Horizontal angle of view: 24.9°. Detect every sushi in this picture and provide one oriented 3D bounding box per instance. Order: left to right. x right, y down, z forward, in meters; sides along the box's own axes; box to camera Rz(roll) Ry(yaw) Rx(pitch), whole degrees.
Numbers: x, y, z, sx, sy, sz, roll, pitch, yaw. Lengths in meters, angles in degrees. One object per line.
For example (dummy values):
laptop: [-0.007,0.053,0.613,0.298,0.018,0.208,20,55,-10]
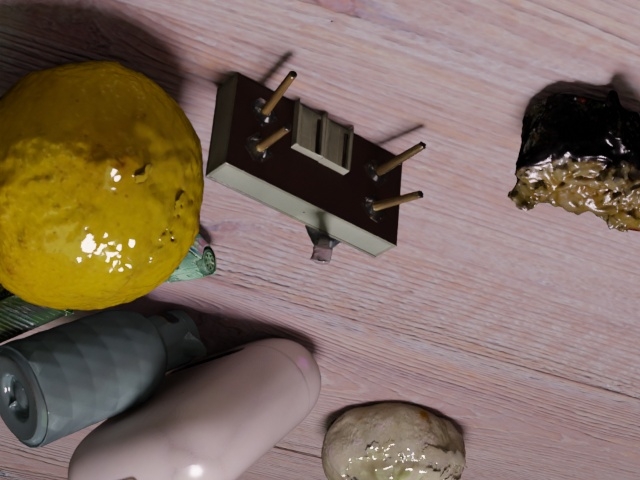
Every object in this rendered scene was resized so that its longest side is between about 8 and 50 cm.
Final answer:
sushi: [0.322,-0.082,1.577,0.212,0.115,0.147,17,147,-18]

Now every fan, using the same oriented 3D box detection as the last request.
fan: [0.000,0.000,1.694,0.057,0.023,0.282,23,-174,1]

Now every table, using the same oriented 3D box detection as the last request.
table: [0.007,-0.094,1.598,0.240,0.121,0.111,25,144,-30]

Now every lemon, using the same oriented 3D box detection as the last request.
lemon: [-0.260,-0.056,1.565,0.268,0.268,0.322,24,158,-28]

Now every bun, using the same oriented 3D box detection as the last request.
bun: [0.120,0.362,2.312,0.239,0.141,0.239,5,146,3]

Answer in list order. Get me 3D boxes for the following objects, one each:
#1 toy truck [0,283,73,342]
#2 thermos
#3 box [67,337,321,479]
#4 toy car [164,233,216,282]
toy truck: [-0.381,0.044,1.881,0.259,0.121,0.088,-23,140,38]
thermos: [-0.306,0.167,1.987,0.286,0.145,0.182,-19,-155,-40]
box: [-0.174,0.262,2.043,0.288,0.349,0.141,-22,97,36]
toy car: [-0.211,-0.012,1.808,0.090,0.076,0.224,-11,153,22]
